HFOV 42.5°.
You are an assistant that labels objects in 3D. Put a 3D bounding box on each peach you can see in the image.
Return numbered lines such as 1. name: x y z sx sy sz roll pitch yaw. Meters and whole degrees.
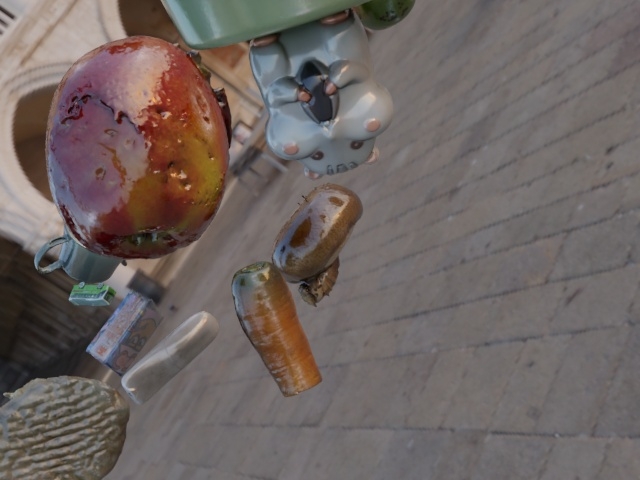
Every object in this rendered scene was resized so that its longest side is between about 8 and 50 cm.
1. peach: -0.341 -0.184 1.567 0.353 0.339 0.417 86 178 -71

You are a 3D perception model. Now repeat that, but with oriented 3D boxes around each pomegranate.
1. pomegranate: 0.104 -0.534 1.808 0.224 0.181 0.181 -44 8 -20

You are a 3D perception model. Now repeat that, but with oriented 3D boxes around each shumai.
1. shumai: -0.567 0.416 1.787 0.314 0.267 0.262 -30 8 -15

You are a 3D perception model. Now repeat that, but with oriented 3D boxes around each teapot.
1. teapot: -0.532 0.031 1.866 0.239 0.162 0.149 -5 -42 -46

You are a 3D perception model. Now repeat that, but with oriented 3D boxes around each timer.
1. timer: -0.017 -0.221 0.908 0.290 0.315 0.291 -16 19 5

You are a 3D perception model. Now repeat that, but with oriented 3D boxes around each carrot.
1. carrot: -0.065 0.126 1.156 0.087 0.193 0.087 -19 11 4

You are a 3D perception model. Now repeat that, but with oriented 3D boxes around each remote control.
1. remote control: -0.287 0.228 1.624 0.229 0.073 0.044 -42 24 -27

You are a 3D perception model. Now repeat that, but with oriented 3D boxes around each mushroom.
1. mushroom: -0.015 0.000 1.847 0.297 0.163 0.278 122 170 -76

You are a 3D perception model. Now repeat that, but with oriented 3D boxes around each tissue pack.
1. tissue pack: -0.394 0.187 1.667 0.155 0.065 0.115 -55 -17 -17

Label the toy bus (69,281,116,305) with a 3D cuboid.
1. toy bus: -0.414 0.098 1.496 0.083 0.031 0.037 -1 56 26
